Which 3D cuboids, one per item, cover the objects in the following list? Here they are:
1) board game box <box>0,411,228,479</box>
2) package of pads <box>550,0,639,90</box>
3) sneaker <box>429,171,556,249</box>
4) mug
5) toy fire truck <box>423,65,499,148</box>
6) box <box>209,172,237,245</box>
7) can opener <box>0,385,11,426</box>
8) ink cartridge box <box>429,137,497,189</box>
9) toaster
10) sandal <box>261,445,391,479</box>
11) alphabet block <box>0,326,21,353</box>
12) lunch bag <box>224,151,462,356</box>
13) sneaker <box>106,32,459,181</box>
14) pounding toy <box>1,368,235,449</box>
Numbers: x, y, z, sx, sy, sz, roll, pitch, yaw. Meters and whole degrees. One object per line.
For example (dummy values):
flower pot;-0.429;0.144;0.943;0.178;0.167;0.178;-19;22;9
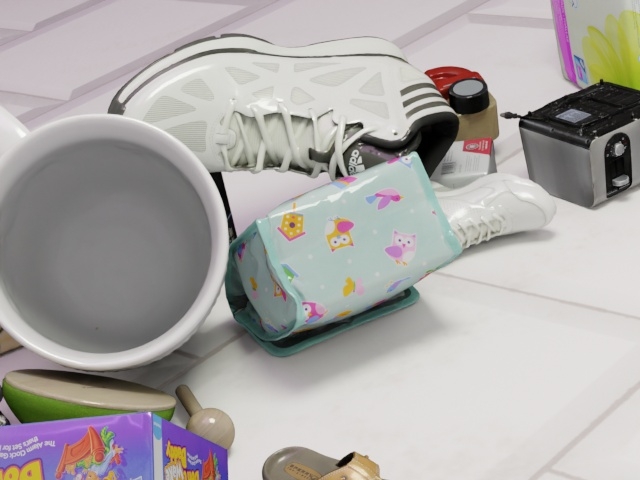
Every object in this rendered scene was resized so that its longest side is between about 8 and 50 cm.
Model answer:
board game box;-0.284;0.232;1.422;0.347;0.078;0.233;-7;-17;12
package of pads;0.441;-0.322;2.256;0.101;0.229;0.296;-17;25;-10
sneaker;0.181;-0.018;1.918;0.232;0.090;0.115;-4;41;21
mug;-0.278;-0.020;1.762;0.276;0.374;0.328;-44;-1;-6
toy fire truck;0.127;-0.181;2.236;0.217;0.158;0.246;-16;35;-8
box;-0.214;-0.035;2.046;0.180;0.147;0.077;4;28;30
can opener;-0.384;0.188;1.625;0.095;0.076;0.283;-12;3;-17
ink cartridge box;0.147;-0.074;2.048;0.175;0.072;0.127;-7;25;13
toaster;0.368;-0.134;2.026;0.168;0.110;0.185;-24;27;-25
sandal;0.022;0.230;1.462;0.090;0.060;0.219;-29;29;-32
alphabet block;-0.486;0.048;1.949;0.197;0.192;0.193;-23;28;-19
lunch bag;0.014;0.027;1.785;0.223;0.160;0.262;-22;-8;-19
sneaker;-0.026;-0.143;1.889;0.447;0.169;0.257;-12;32;-25
pounding toy;-0.227;0.210;1.610;0.236;0.110;0.183;9;2;-26
